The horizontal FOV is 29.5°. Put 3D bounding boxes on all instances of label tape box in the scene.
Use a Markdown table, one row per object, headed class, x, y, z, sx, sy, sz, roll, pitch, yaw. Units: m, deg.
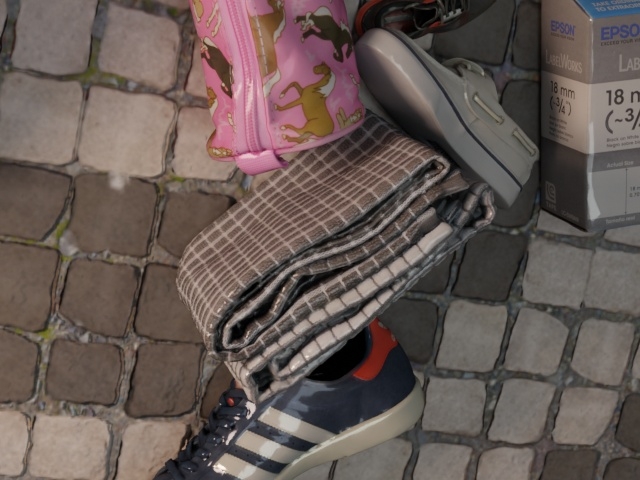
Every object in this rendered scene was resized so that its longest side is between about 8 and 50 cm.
| class | x | y | z | sx | sy | sz | roll | pitch | yaw |
| --- | --- | --- | --- | --- | --- | --- | --- | --- | --- |
| label tape box | 0.357 | -0.193 | 1.263 | 0.241 | 0.106 | 0.333 | -9 | 108 | -16 |

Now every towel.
| class | x | y | z | sx | sy | sz | roll | pitch | yaw |
| --- | --- | --- | --- | --- | --- | --- | --- | --- | --- |
| towel | 0.000 | 0.000 | 1.139 | 0.284 | 0.235 | 0.121 | -39 | 107 | -4 |

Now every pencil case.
| class | x | y | z | sx | sy | sz | roll | pitch | yaw |
| --- | --- | --- | --- | --- | --- | --- | --- | --- | --- |
| pencil case | -0.063 | -0.259 | 1.077 | 0.167 | 0.160 | 0.386 | -23 | 114 | -25 |

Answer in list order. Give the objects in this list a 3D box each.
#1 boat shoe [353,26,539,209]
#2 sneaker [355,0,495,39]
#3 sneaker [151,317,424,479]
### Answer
| class | x | y | z | sx | sy | sz | roll | pitch | yaw |
| --- | --- | --- | --- | --- | --- | --- | --- | --- | --- |
| boat shoe | 0.134 | -0.135 | 1.204 | 0.267 | 0.096 | 0.088 | 41 | 79 | -34 |
| sneaker | 0.116 | -0.226 | 1.198 | 0.158 | 0.065 | 0.061 | -24 | 111 | -10 |
| sneaker | -0.071 | 0.179 | 1.232 | 0.350 | 0.131 | 0.148 | -28 | 109 | -16 |
